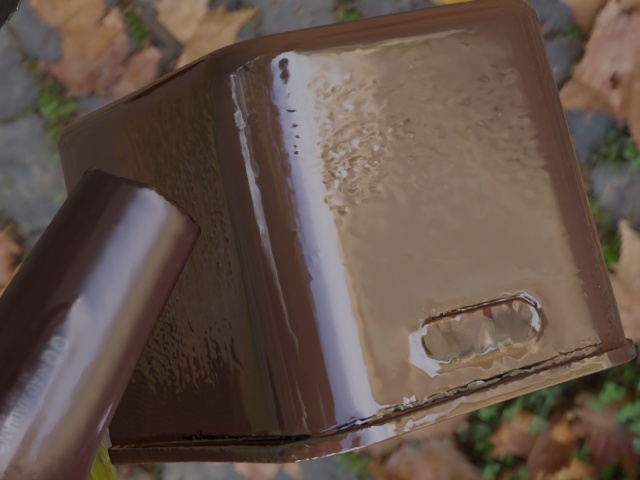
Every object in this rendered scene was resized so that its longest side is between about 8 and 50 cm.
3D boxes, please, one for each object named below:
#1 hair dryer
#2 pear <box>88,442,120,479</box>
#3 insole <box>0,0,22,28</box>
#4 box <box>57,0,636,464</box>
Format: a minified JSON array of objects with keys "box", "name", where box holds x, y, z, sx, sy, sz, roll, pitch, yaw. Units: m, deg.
[{"box":[-0.252,0.066,0.815,0.340,0.123,0.313,24,85,-1],"name":"hair dryer"},{"box":[-0.277,0.226,1.434,0.283,0.283,0.284,11,123,17],"name":"pear"},{"box":[-0.323,-0.224,1.371,0.328,0.007,0.111,33,88,32],"name":"insole"},{"box":[0.000,0.000,1.195,0.339,0.239,0.229,-13,89,63],"name":"box"}]
